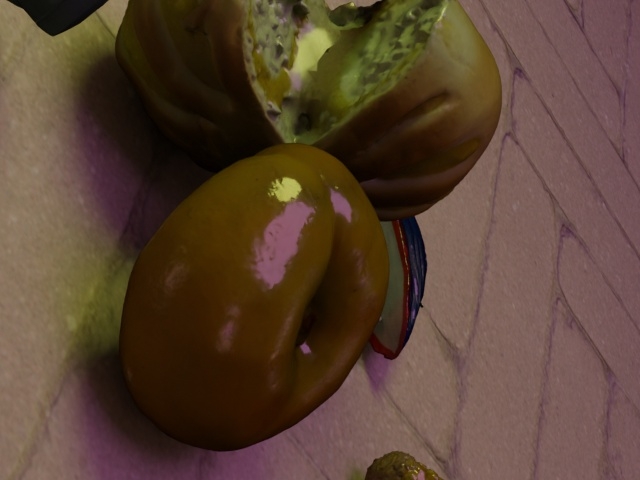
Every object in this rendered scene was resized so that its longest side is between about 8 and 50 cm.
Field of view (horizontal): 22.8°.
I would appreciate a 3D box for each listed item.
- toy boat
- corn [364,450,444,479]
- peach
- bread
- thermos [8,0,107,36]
[{"bbox_3d":[0.016,0.023,1.541,0.318,0.072,0.219,-29,94,-60],"label":"toy boat"},{"bbox_3d":[0.124,0.313,1.497,0.261,0.097,0.097,61,28,-13],"label":"corn"},{"bbox_3d":[-0.049,0.043,1.242,0.251,0.153,0.251,-42,142,-44],"label":"peach"},{"bbox_3d":[-0.014,-0.122,1.345,0.333,0.333,0.160,42,52,-41],"label":"bread"},{"bbox_3d":[-0.260,-0.274,1.143,0.145,0.182,0.286,-44,106,-25],"label":"thermos"}]
